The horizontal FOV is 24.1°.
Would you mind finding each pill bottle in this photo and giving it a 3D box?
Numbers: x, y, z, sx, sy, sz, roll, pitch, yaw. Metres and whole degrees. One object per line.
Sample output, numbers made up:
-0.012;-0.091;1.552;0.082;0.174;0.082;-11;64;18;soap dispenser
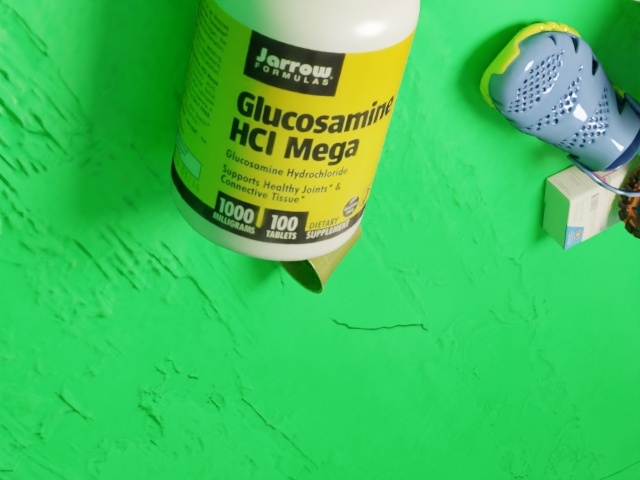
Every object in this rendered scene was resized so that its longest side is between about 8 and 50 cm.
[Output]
-0.020;-0.161;1.317;0.188;0.188;0.334;-14;135;-31;pill bottle

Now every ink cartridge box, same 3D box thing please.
0.338;-0.055;1.851;0.122;0.052;0.088;-24;141;-19;ink cartridge box

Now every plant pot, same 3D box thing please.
0.000;0.000;1.602;0.079;0.083;0.083;-42;145;-20;plant pot

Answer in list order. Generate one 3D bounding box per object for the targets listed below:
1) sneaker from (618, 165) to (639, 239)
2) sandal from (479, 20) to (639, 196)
0.431;-0.105;1.796;0.087;0.083;0.221;-8;131;-40;sneaker
0.297;-0.138;1.664;0.317;0.138;0.126;22;114;-48;sandal
